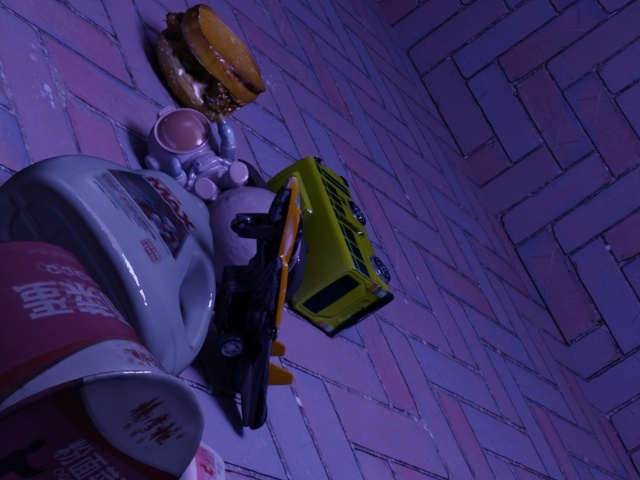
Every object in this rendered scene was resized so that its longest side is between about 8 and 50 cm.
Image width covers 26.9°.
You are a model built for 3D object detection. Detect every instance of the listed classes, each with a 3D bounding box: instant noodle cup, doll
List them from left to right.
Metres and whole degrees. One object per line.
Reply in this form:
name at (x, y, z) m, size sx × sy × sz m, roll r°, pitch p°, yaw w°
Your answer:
instant noodle cup at (-0.233, 0.122, 1.056) m, size 0.235 × 0.235 × 0.178 m, roll 30°, pitch 20°, yaw -54°
doll at (-0.141, -0.065, 1.811) m, size 0.287 × 0.151 × 0.151 m, roll 55°, pitch 15°, yaw 22°

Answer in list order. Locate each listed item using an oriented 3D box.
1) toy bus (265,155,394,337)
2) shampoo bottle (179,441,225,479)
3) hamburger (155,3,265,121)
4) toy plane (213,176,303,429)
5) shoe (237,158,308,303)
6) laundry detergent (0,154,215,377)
toy bus at (0.000, 0.000, 2.068) m, size 0.150 × 0.128 × 0.262 m, roll 37°, pitch 25°, yaw -47°
shampoo bottle at (-0.126, 0.256, 1.375) m, size 0.072 × 0.043 × 0.099 m, roll 44°, pitch 20°, yaw -33°
hamburger at (-0.184, -0.284, 2.126) m, size 0.191 × 0.118 × 0.182 m, roll 55°, pitch 13°, yaw -12°
toy plane at (-0.076, 0.053, 1.562) m, size 0.204 × 0.103 × 0.316 m, roll -107°, pitch -163°, yaw -47°
shoe at (-0.076, -0.011, 1.920) m, size 0.093 × 0.108 × 0.241 m, roll 23°, pitch 32°, yaw -54°
laundry detergent at (-0.201, 0.017, 1.505) m, size 0.264 × 0.125 × 0.398 m, roll 54°, pitch 14°, yaw 0°
